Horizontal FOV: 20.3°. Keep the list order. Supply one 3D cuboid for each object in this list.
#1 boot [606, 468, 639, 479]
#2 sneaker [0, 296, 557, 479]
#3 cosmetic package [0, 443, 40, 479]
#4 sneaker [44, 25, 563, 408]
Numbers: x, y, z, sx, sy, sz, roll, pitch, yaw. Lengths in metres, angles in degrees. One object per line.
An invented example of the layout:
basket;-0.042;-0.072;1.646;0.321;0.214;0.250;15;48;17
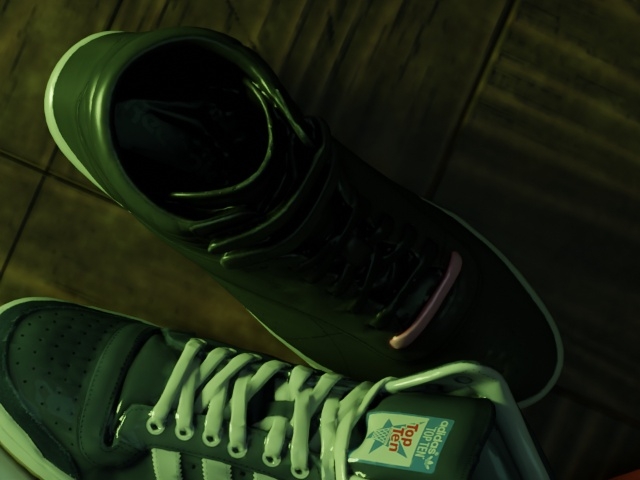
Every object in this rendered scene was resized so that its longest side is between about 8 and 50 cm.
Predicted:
boot;0.234;0.214;0.910;0.176;0.088;0.244;-26;92;-6
sneaker;-0.020;0.088;0.826;0.282;0.153;0.099;29;58;-11
cosmetic package;-0.131;0.186;0.877;0.099;0.060;0.239;-45;97;-3
sneaker;0.000;0.000;0.838;0.296;0.147;0.104;34;87;-9
